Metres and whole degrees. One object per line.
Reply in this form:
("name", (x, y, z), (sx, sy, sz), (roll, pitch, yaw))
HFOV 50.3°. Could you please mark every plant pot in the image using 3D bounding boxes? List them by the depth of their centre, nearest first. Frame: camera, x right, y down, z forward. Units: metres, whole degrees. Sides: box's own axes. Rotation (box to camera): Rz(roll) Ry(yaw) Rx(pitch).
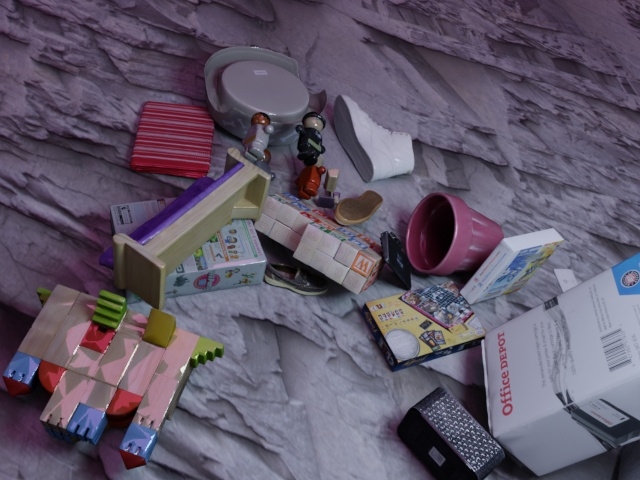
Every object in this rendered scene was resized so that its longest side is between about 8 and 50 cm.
("plant pot", (0.336, -0.003, 1.658), (0.180, 0.201, 0.201), (12, 45, -25))

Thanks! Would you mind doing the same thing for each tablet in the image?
("tablet", (0.637, 0.107, 1.757), (0.054, 0.006, 0.083), (2, 48, -13))

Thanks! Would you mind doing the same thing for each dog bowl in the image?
("dog bowl", (-0.160, -0.399, 1.901), (0.349, 0.102, 0.348), (13, 44, -12))

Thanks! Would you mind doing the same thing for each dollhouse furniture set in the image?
("dollhouse furniture set", (0.043, -0.150, 1.750), (0.091, 0.114, 0.081), (5, 44, -8))

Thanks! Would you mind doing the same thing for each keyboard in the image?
("keyboard", (0.175, 0.038, 1.581), (0.023, 0.180, 0.108), (-11, 61, 20))

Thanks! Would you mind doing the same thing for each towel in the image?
("towel", (-0.382, -0.268, 1.792), (0.199, 0.031, 0.274), (5, 46, -8))

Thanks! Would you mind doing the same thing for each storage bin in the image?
("storage bin", (0.247, 0.391, 1.317), (0.084, 0.122, 0.180), (-26, 60, -33))

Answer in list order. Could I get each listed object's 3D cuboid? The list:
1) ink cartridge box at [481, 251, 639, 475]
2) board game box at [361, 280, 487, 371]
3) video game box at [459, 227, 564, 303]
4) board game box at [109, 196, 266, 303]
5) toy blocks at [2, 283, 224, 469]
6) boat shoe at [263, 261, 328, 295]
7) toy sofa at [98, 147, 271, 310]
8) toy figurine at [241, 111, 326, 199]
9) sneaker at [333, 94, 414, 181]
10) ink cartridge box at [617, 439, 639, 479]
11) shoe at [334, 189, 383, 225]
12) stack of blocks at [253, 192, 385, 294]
("ink cartridge box", (0.526, 0.237, 1.314), (0.166, 0.395, 0.285), (43, 32, -21))
("board game box", (0.236, 0.189, 1.548), (0.243, 0.042, 0.165), (-11, 53, -24))
("video game box", (0.448, 0.060, 1.598), (0.205, 0.187, 0.048), (-10, 55, -39))
("board game box", (-0.298, 0.009, 1.525), (0.304, 0.097, 0.224), (-8, 53, -20))
("toy blocks", (-0.404, 0.254, 1.244), (0.382, 0.190, 0.260), (20, 58, 2))
("boat shoe", (-0.053, 0.085, 1.555), (0.152, 0.049, 0.056), (10, 47, -7))
("toy sofa", (-0.280, -0.044, 1.412), (0.177, 0.150, 0.362), (34, 50, 13))
("toy figurine", (-0.088, -0.219, 1.702), (0.210, 0.213, 0.148), (5, 56, 5))
("sneaker", (0.155, -0.293, 1.920), (0.169, 0.108, 0.292), (-11, 63, -25))
("ink cartridge box", (0.694, 0.416, 1.273), (0.151, 0.270, 0.395), (34, 29, 12))
("shoe", (0.090, -0.069, 1.680), (0.076, 0.058, 0.219), (42, 30, 12))
("stack of blocks", (0.000, 0.000, 1.567), (0.297, 0.087, 0.171), (30, 14, 13))
